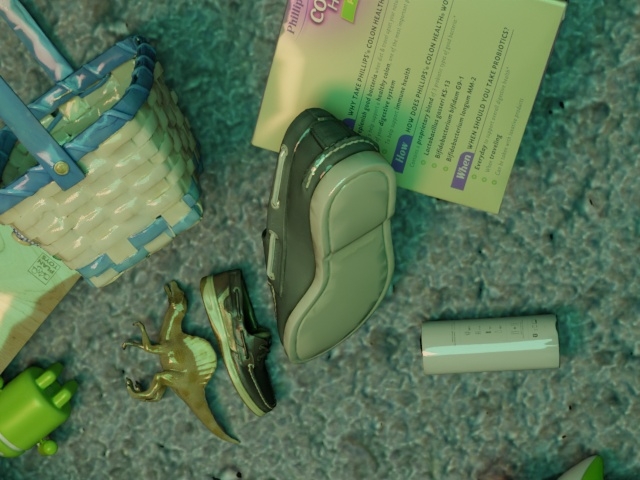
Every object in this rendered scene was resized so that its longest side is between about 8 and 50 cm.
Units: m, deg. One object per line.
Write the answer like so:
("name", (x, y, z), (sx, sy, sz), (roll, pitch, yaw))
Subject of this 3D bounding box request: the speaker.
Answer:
("speaker", (0.166, 0.102, 1.663), (0.136, 0.055, 0.055), (-4, 101, 5))

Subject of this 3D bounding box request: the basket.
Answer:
("basket", (-0.240, -0.114, 1.549), (0.201, 0.255, 0.289), (-31, 108, 9))

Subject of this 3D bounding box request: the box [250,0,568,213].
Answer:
("box", (0.082, -0.170, 1.561), (0.243, 0.117, 0.213), (15, 115, 0))

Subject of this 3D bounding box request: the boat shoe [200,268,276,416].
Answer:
("boat shoe", (-0.073, 0.101, 1.680), (0.049, 0.056, 0.152), (-21, 99, 13))

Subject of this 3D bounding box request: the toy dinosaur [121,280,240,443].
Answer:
("toy dinosaur", (-0.145, 0.137, 1.695), (0.092, 0.053, 0.183), (-16, 100, 6))

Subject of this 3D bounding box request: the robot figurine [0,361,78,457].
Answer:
("robot figurine", (-0.300, 0.173, 1.706), (0.115, 0.067, 0.101), (-38, 99, 11))

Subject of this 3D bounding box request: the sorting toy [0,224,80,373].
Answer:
("sorting toy", (-0.405, 0.037, 1.662), (0.257, 0.089, 0.255), (39, 94, -6))

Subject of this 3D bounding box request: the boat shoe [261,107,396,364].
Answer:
("boat shoe", (0.000, 0.000, 1.580), (0.116, 0.319, 0.099), (-27, 61, -23))

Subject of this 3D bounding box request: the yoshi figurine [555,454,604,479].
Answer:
("yoshi figurine", (0.313, 0.355, 1.646), (0.362, 0.203, 0.203), (8, 118, 0))
